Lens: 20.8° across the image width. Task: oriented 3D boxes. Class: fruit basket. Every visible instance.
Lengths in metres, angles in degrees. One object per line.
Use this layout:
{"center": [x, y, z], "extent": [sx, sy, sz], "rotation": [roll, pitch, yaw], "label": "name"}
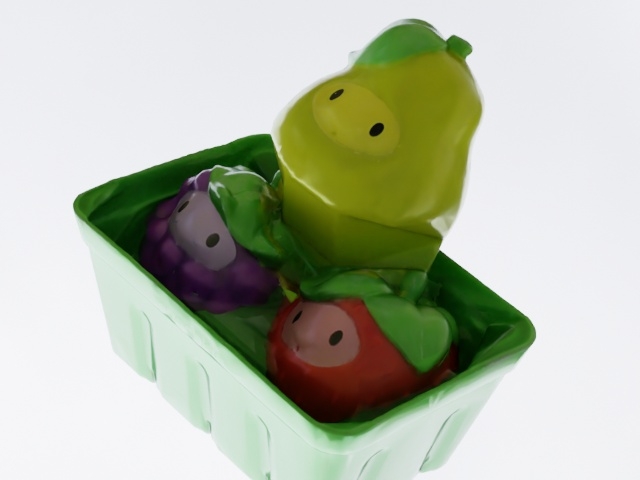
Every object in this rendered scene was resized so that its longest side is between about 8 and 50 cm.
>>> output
{"center": [0.000, 0.000, 1.470], "extent": [0.283, 0.392, 0.392], "rotation": [-22, -101, -37], "label": "fruit basket"}
